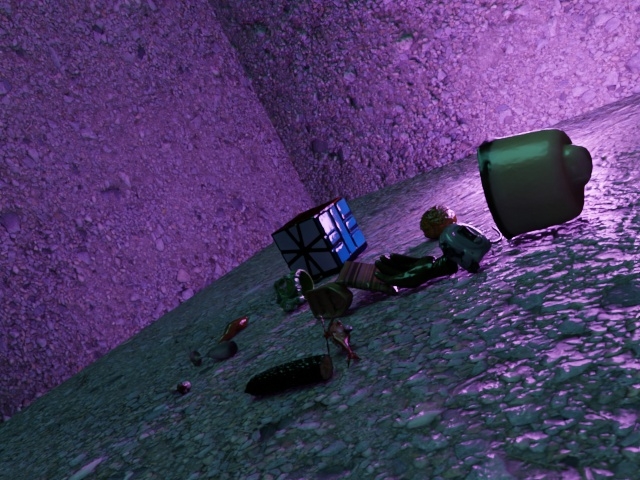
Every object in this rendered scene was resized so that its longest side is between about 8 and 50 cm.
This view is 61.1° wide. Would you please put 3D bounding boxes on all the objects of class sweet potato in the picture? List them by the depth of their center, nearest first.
[{"bbox_3d":[-0.370,0.373,2.252,0.056,0.056,0.195,-18,18,44],"label":"sweet potato"}]

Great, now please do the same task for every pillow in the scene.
[{"bbox_3d":[0.166,0.124,1.845,0.212,0.052,0.208,10,20,9],"label":"pillow"}]

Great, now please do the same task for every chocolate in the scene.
[{"bbox_3d":[0.657,-0.182,1.627,0.297,0.314,0.326,-13,12,27],"label":"chocolate"}]

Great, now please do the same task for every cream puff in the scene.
[{"bbox_3d":[0.460,-0.079,2.135,0.150,0.115,0.165,-32,9,-11],"label":"cream puff"}]

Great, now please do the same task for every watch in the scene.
[{"bbox_3d":[-0.099,0.205,2.200,0.131,0.165,0.152,-23,-14,31],"label":"watch"}]

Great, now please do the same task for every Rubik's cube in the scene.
[{"bbox_3d":[0.000,0.000,2.505,0.293,0.288,0.283,-22,10,39],"label":"Rubik's cube"}]

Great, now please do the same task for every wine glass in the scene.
[{"bbox_3d":[-0.397,0.424,2.033,0.198,0.066,0.066,-20,12,28],"label":"wine glass"}]

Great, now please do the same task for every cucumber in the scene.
[{"bbox_3d":[-0.095,0.365,1.454,0.300,0.072,0.072,-22,11,31],"label":"cucumber"}]

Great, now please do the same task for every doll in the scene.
[{"bbox_3d":[-0.489,0.512,1.878,0.085,0.040,0.058,-21,-2,15],"label":"doll"}]

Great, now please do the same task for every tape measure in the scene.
[{"bbox_3d":[0.482,-0.024,1.694,0.330,0.164,0.084,-42,-18,-47],"label":"tape measure"}]

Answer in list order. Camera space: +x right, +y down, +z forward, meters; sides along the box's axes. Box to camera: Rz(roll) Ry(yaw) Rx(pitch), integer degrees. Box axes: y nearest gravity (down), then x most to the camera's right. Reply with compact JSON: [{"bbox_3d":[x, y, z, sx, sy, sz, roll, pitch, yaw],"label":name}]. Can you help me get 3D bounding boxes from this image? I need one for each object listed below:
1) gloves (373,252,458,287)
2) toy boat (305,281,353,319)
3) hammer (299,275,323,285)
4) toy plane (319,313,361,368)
[{"bbox_3d":[0.297,0.094,1.712,0.268,0.107,0.135,-3,28,26],"label":"gloves"},{"bbox_3d":[0.039,0.200,1.835,0.061,0.116,0.188,-28,8,-41],"label":"toy boat"},{"bbox_3d":[-0.067,0.199,2.438,0.182,0.017,0.062,-22,11,41],"label":"hammer"},{"bbox_3d":[0.060,0.267,1.475,0.077,0.126,0.194,-2,-1,-20],"label":"toy plane"}]
